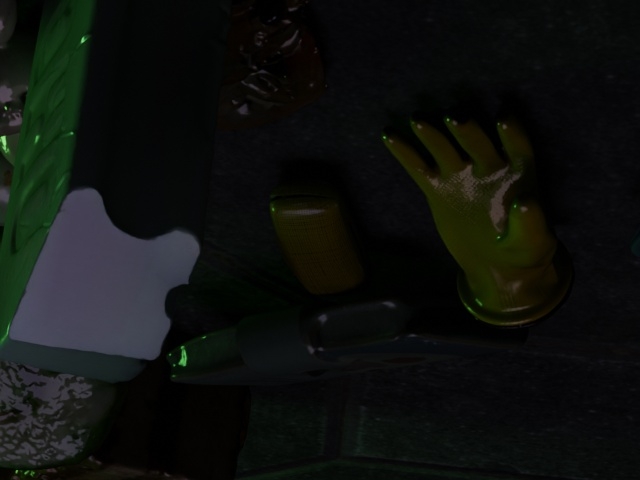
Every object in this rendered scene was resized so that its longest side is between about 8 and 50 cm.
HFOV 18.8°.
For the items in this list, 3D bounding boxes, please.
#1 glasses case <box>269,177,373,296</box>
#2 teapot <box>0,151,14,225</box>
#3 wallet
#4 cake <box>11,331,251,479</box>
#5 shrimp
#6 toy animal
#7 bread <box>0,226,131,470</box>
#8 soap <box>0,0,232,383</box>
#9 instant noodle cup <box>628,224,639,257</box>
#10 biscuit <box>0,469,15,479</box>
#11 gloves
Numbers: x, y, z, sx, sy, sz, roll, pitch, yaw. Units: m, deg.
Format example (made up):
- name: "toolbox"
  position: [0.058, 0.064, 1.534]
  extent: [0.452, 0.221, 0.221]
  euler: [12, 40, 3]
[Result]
- name: "glasses case"
  position: [0.000, 0.000, 1.946]
  extent: [0.079, 0.064, 0.234]
  euler: [1, 157, 11]
- name: "teapot"
  position: [-0.281, -0.063, 1.813]
  extent: [0.226, 0.092, 0.145]
  euler: [9, -161, -26]
- name: "wallet"
  position: [0.017, 0.111, 2.134]
  extent: [0.360, 0.083, 0.252]
  euler: [-13, 167, 36]
- name: "cake"
  position: [-0.213, 0.224, 2.343]
  extent: [0.293, 0.199, 0.196]
  euler: [23, 148, -35]
- name: "shrimp"
  position: [-0.047, -0.152, 1.631]
  extent: [0.152, 0.063, 0.287]
  euler: [16, 157, -25]
- name: "toy animal"
  position: [-0.267, -0.137, 1.656]
  extent: [0.124, 0.124, 0.212]
  euler: [-1, 158, 16]
- name: "bread"
  position: [-0.385, 0.096, 2.013]
  extent: [0.382, 0.129, 0.366]
  euler: [-18, 124, 14]
- name: "soap"
  position: [-0.160, -0.076, 1.482]
  extent: [0.115, 0.347, 0.208]
  euler: [14, 155, -19]
- name: "instant noodle cup"
  position: [0.385, -0.027, 1.787]
  extent: [0.179, 0.070, 0.157]
  euler: [8, 157, -4]
- name: "biscuit"
  position: [-0.406, 0.157, 2.183]
  extent: [0.232, 0.237, 0.013]
  euler: [7, 154, -1]
- name: "gloves"
  position: [0.148, -0.037, 1.804]
  extent: [0.133, 0.116, 0.294]
  euler: [-9, 146, 16]
